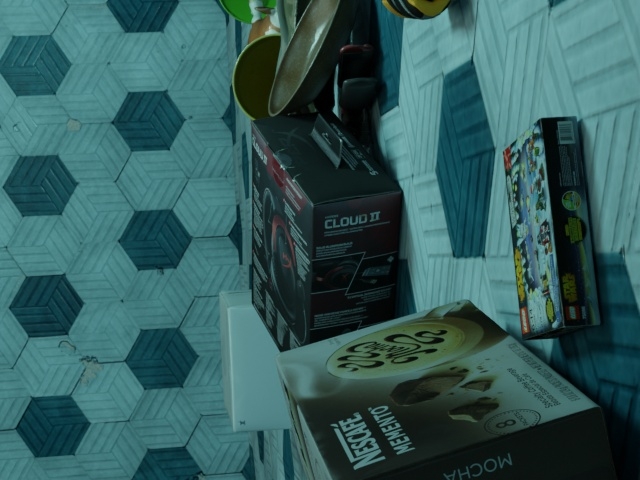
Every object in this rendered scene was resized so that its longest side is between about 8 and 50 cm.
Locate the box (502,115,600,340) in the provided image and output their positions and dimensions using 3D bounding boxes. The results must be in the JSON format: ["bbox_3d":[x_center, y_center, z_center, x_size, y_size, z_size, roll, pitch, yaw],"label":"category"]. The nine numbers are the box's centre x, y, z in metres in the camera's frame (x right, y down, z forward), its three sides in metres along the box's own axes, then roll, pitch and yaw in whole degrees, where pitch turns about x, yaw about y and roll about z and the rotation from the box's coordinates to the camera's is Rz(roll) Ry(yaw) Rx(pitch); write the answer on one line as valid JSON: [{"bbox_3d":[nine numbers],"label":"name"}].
[{"bbox_3d":[0.152,-0.005,0.857,0.094,0.027,0.137,123,143,-78],"label":"box"}]

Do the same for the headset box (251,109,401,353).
[{"bbox_3d":[0.000,0.000,1.501,0.218,0.110,0.293,-126,31,-53],"label":"headset box"}]

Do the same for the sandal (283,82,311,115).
[{"bbox_3d":[0.002,-0.117,1.694,0.090,0.060,0.219,31,145,61],"label":"sandal"}]

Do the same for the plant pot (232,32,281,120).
[{"bbox_3d":[-0.050,-0.232,1.896,0.095,0.134,0.134,-4,-89,-71],"label":"plant pot"}]

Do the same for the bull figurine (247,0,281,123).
[{"bbox_3d":[-0.068,-0.281,2.037,0.188,0.101,0.310,-98,11,-58],"label":"bull figurine"}]

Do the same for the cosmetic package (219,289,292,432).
[{"bbox_3d":[-0.107,0.213,2.346,0.224,0.138,0.224,-141,48,-81],"label":"cosmetic package"}]

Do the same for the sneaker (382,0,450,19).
[{"bbox_3d":[0.083,-0.286,1.076,0.083,0.084,0.215,-116,15,-65],"label":"sneaker"}]

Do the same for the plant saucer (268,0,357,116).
[{"bbox_3d":[-0.004,-0.234,1.550,0.199,0.036,0.199,-56,18,30],"label":"plant saucer"}]

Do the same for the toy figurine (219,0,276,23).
[{"bbox_3d":[-0.102,-0.470,2.229,0.159,0.130,0.173,-88,20,-73],"label":"toy figurine"}]

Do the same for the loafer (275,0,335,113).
[{"bbox_3d":[-0.001,-0.273,1.686,0.087,0.094,0.251,29,127,39],"label":"loafer"}]

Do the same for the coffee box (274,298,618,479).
[{"bbox_3d":[0.077,0.147,0.886,0.297,0.168,0.119,-129,24,-77],"label":"coffee box"}]

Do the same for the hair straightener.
[{"bbox_3d":[0.035,-0.146,1.540,0.230,0.047,0.089,112,154,-70],"label":"hair straightener"}]
